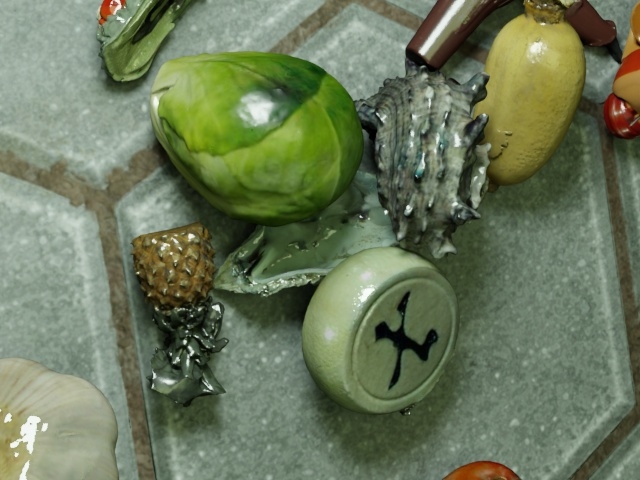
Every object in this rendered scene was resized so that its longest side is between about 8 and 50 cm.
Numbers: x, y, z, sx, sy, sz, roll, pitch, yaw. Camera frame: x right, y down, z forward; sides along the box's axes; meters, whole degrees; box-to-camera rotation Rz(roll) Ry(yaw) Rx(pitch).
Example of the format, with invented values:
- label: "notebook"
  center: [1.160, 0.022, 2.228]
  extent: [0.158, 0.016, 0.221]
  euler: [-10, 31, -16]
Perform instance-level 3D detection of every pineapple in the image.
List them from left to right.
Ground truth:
- label: "pineapple"
  center: [-0.179, 0.099, 1.551]
  extent: [0.119, 0.111, 0.237]
  euler: [-8, 99, 9]

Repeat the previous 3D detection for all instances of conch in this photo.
- label: "conch"
  center: [0.155, -0.110, 1.607]
  extent: [0.186, 0.313, 0.241]
  euler: [-17, 139, 3]

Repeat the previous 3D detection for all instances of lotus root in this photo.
- label: "lotus root"
  center: [0.292, -0.205, 1.680]
  extent: [0.130, 0.146, 0.303]
  euler: [-3, 122, -29]

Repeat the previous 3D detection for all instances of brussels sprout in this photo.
- label: "brussels sprout"
  center: [-0.086, -0.137, 1.525]
  extent: [0.271, 0.210, 0.219]
  euler: [23, 48, 18]

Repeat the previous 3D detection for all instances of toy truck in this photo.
- label: "toy truck"
  center: [0.554, -0.248, 1.790]
  extent: [0.264, 0.189, 0.239]
  euler: [29, 68, -31]

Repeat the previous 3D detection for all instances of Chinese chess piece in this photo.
- label: "Chinese chess piece"
  center: [0.086, 0.122, 1.612]
  extent: [0.237, 0.092, 0.238]
  euler: [-16, 116, -36]

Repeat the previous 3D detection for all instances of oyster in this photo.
- label: "oyster"
  center: [0.001, 0.000, 1.626]
  extent: [0.199, 0.087, 0.252]
  euler: [32, 73, -11]

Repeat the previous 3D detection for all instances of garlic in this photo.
- label: "garlic"
  center: [-0.382, 0.279, 1.394]
  extent: [0.321, 0.241, 0.322]
  euler: [19, 42, -18]

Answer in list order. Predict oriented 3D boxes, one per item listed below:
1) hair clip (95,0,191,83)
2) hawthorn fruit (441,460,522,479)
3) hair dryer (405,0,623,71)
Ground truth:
- label: "hair clip"
  center: [-0.178, -0.346, 1.551]
  extent: [0.091, 0.138, 0.321]
  euler: [41, 74, 15]
- label: "hawthorn fruit"
  center: [0.225, 0.393, 1.669]
  extent: [0.172, 0.173, 0.173]
  euler: [0, 89, -21]
- label: "hair dryer"
  center: [0.316, -0.317, 1.763]
  extent: [0.340, 0.123, 0.313]
  euler: [34, 88, -28]
